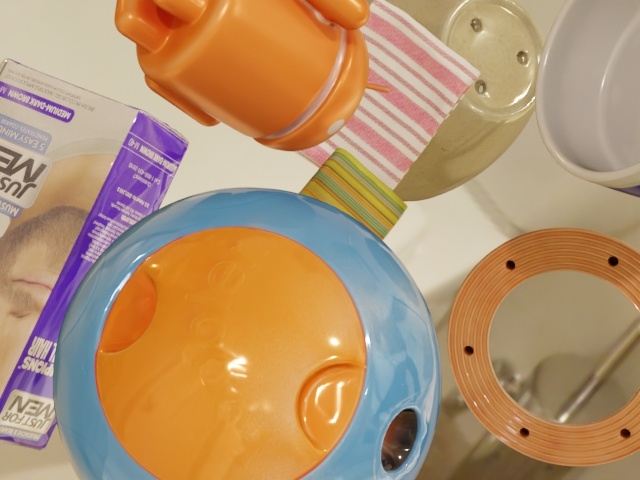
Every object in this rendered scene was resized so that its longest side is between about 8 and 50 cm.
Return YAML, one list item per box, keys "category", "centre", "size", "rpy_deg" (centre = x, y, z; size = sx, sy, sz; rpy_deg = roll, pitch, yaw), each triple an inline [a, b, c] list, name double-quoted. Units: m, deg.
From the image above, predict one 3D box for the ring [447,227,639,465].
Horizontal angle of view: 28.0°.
- category: "ring"
  centre: [0.340, 0.146, 1.761]
  size: [0.337, 0.336, 0.032]
  rpy_deg: [37, 21, 9]

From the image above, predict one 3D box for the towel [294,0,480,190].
- category: "towel"
  centre: [0.063, -0.148, 1.404]
  size: [0.144, 0.197, 0.029]
  rpy_deg: [35, 18, -6]

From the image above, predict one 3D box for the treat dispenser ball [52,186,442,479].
- category: "treat dispenser ball"
  centre: [-0.053, 0.104, 0.963]
  size: [0.288, 0.288, 0.288]
  rpy_deg: [13, 46, -14]

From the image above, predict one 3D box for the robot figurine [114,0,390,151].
- category: "robot figurine"
  centre: [-0.050, -0.149, 0.980]
  size: [0.219, 0.158, 0.128]
  rpy_deg: [29, 9, -36]

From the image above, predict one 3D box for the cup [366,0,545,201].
- category: "cup"
  centre: [0.169, -0.228, 1.741]
  size: [0.331, 0.237, 0.331]
  rpy_deg: [2, 85, -27]

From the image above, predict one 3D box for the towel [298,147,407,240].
- category: "towel"
  centre: [0.000, 0.000, 1.330]
  size: [0.102, 0.021, 0.237]
  rpy_deg: [42, 48, -2]

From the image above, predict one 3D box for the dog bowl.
- category: "dog bowl"
  centre: [0.352, -0.177, 1.340]
  size: [0.104, 0.265, 0.265]
  rpy_deg: [15, 44, -32]

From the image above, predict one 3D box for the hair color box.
- category: "hair color box"
  centre: [-0.291, 0.011, 1.258]
  size: [0.185, 0.338, 0.110]
  rpy_deg: [22, -4, 27]
